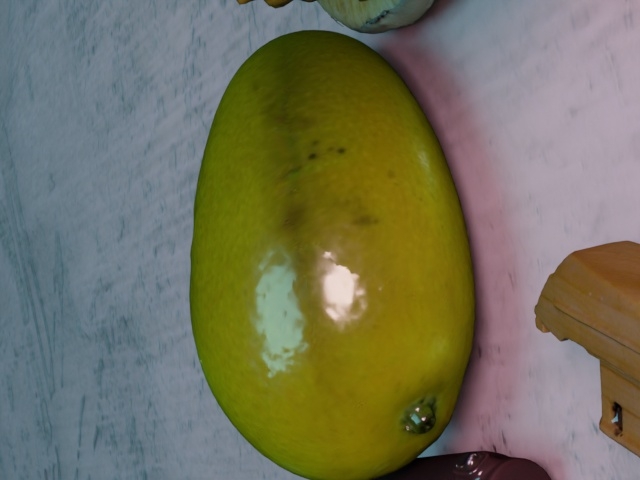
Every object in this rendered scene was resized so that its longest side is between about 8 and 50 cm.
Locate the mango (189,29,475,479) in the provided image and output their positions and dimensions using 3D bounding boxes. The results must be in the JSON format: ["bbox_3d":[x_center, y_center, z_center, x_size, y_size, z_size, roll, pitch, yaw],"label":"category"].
[{"bbox_3d":[0.003,0.000,0.979,0.185,0.149,0.273,135,133,-65],"label":"mango"}]

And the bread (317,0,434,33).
[{"bbox_3d":[0.030,-0.245,0.985,0.267,0.040,0.267,173,90,-69],"label":"bread"}]

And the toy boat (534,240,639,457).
[{"bbox_3d":[0.150,0.056,0.733,0.200,0.057,0.077,-142,43,-62],"label":"toy boat"}]

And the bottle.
[{"bbox_3d":[0.073,0.142,0.953,0.164,0.060,0.060,156,107,-68],"label":"bottle"}]

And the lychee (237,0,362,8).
[{"bbox_3d":[0.010,-0.245,0.732,0.270,0.320,0.270,43,160,19],"label":"lychee"}]
